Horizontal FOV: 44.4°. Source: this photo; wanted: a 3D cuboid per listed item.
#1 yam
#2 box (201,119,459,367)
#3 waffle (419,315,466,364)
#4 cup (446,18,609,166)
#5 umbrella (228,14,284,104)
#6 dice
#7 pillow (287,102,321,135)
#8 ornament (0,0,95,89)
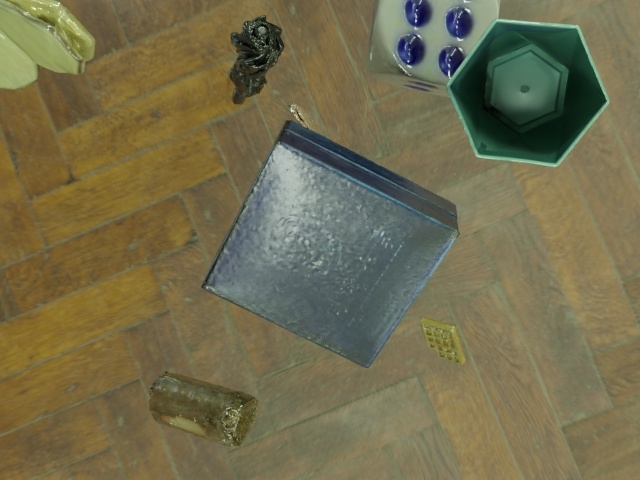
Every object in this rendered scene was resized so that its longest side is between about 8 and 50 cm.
[{"bbox_3d":[-0.255,0.374,1.741,0.239,0.129,0.128,10,128,24],"label":"yam"},{"bbox_3d":[0.012,0.010,1.127,0.279,0.116,0.261,26,115,-7],"label":"box"},{"bbox_3d":[0.272,0.223,1.748,0.092,0.135,0.021,15,55,33],"label":"waffle"},{"bbox_3d":[0.219,-0.155,0.840,0.134,0.236,0.148,41,106,5],"label":"cup"},{"bbox_3d":[-0.164,-0.390,1.783,0.118,0.340,0.118,4,77,-15],"label":"umbrella"},{"bbox_3d":[0.222,-0.440,1.593,0.243,0.251,0.259,11,98,-1],"label":"dice"},{"bbox_3d":[-0.008,-0.238,1.947,0.043,0.126,0.232,-31,80,9],"label":"pillow"},{"bbox_3d":[-0.392,-0.266,0.968,0.201,0.180,0.059,-1,56,36],"label":"ornament"}]
